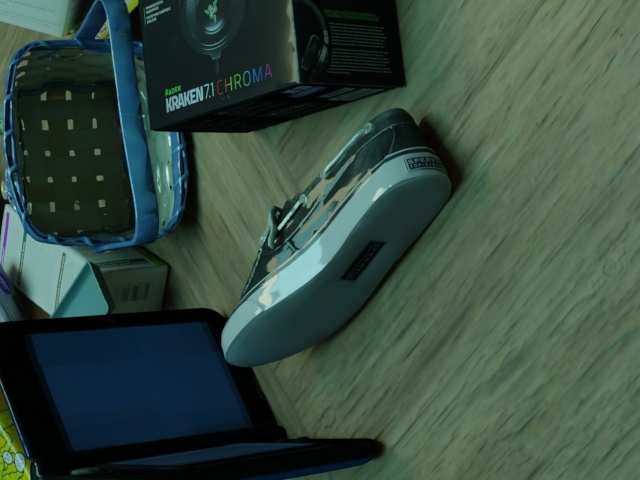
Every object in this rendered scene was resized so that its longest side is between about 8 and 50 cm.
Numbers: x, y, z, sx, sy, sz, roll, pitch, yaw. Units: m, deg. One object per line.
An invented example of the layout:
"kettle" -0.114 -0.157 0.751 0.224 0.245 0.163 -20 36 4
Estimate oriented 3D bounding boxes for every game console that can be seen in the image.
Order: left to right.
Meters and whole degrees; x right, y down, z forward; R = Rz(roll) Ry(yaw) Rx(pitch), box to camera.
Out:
"game console" -0.134 0.147 1.399 0.250 0.293 0.173 -10 85 50

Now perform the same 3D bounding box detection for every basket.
"basket" -0.240 -0.103 1.573 0.289 0.201 0.255 -22 74 62

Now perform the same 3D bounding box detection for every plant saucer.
"plant saucer" -0.281 0.102 1.640 0.192 0.018 0.067 -51 56 42

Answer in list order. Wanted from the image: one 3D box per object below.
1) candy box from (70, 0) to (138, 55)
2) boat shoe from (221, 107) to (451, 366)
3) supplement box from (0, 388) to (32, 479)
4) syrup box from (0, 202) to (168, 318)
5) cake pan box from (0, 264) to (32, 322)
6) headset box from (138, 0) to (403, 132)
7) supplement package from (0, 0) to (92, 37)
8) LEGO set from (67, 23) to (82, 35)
"candy box" -0.224 -0.271 1.640 0.206 0.027 0.105 -33 25 46
"boat shoe" -0.003 -0.001 1.376 0.306 0.113 0.105 -52 48 35
"supplement box" -0.245 0.325 1.567 0.357 0.195 0.194 54 129 19
"syrup box" -0.287 0.033 1.729 0.237 0.093 0.096 31 117 45
"cake pan box" -0.445 0.181 1.769 0.245 0.070 0.267 -25 105 9
"headset box" -0.060 -0.264 1.412 0.246 0.131 0.283 -10 84 49
"supplement package" -0.321 -0.378 1.675 0.139 0.133 0.244 -75 0 -69
"LEGO set" -0.287 -0.238 1.775 0.054 0.023 0.083 -37 51 42
